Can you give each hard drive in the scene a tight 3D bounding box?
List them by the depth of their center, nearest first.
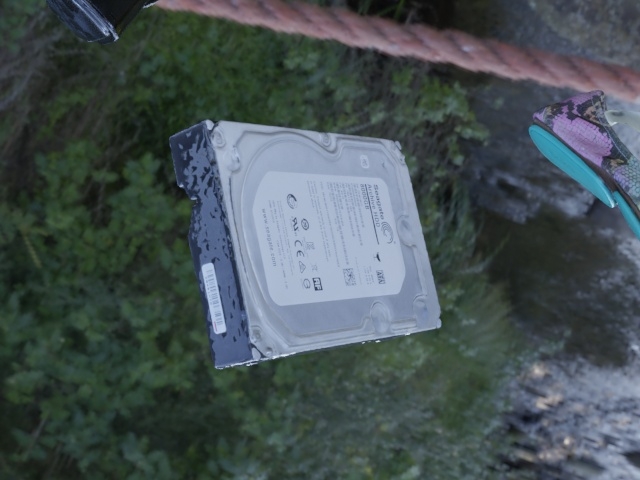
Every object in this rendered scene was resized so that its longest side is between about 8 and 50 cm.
[{"bbox_3d":[0.000,0.000,1.049,0.064,0.236,0.339,-18,170,36],"label":"hard drive"}]

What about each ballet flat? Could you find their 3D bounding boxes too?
[{"bbox_3d":[0.225,-0.039,0.669,0.077,0.079,0.221,47,-170,-43],"label":"ballet flat"}]

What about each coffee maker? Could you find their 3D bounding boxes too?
[{"bbox_3d":[-0.261,-0.357,1.279,0.120,0.178,0.171,36,160,-7],"label":"coffee maker"}]
